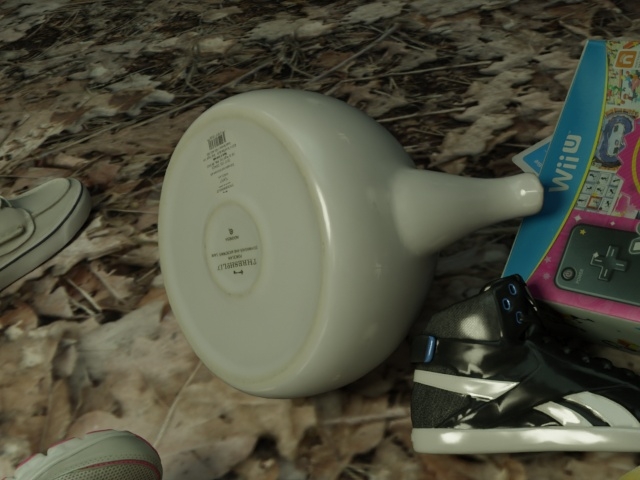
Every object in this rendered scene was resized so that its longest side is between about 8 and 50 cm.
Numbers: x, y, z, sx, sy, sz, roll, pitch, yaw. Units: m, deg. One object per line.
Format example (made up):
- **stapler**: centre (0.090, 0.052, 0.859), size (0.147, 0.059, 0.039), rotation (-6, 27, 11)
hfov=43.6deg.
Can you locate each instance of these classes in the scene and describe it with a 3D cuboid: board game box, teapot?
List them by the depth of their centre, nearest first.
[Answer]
- **board game box**: centre (0.306, -0.018, 0.548), size (0.304, 0.097, 0.223), rotation (12, 75, 41)
- **teapot**: centre (0.000, 0.000, 0.645), size (0.187, 0.252, 0.256), rotation (-7, 39, -43)

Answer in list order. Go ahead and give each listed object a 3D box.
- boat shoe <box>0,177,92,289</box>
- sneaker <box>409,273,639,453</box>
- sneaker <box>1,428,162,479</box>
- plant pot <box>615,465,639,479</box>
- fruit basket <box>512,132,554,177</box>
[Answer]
- **boat shoe**: centre (-0.366, -0.007, 0.879), size (0.096, 0.088, 0.267), rotation (15, 44, 35)
- **sneaker**: centre (0.164, 0.079, 0.533), size (0.217, 0.079, 0.121), rotation (-5, 78, 14)
- **sneaker**: centre (-0.172, 0.228, 0.478), size (0.111, 0.102, 0.252), rotation (17, 51, 31)
- **plant pot**: centre (0.237, 0.157, 0.421), size (0.134, 0.134, 0.095), rotation (-15, 59, -2)
- **fruit basket**: centre (0.390, -0.086, 0.664), size (0.353, 0.165, 0.327), rotation (-27, 43, -4)
